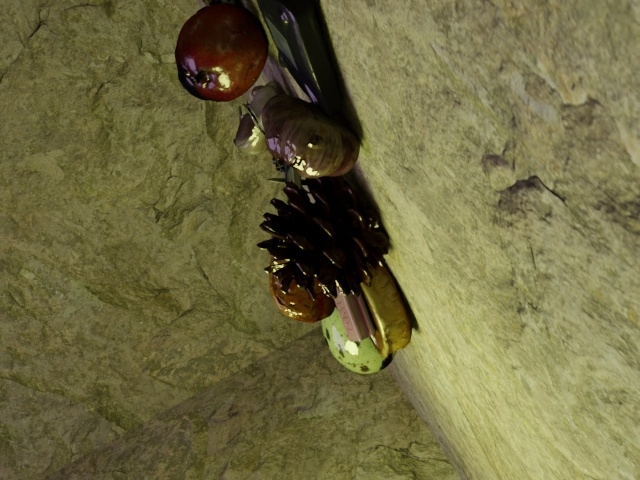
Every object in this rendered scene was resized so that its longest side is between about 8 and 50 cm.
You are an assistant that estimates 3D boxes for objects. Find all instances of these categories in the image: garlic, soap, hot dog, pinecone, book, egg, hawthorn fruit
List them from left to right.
[{"bbox_3d":[-0.317,-0.584,1.811,0.316,0.316,0.316,61,176,8],"label":"hawthorn fruit"},{"bbox_3d":[-0.225,-0.441,2.103,0.292,0.210,0.238,11,119,64],"label":"garlic"},{"bbox_3d":[-0.101,-0.191,2.190,0.300,0.039,0.428,104,161,-65],"label":"book"},{"bbox_3d":[-0.030,-0.228,1.322,0.245,0.160,0.245,25,-147,-18],"label":"garlic"},{"bbox_3d":[-0.025,0.081,1.953,0.174,0.266,0.388,18,93,66],"label":"hot dog"},{"bbox_3d":[0.000,0.000,1.649,0.398,0.397,0.398,61,176,8],"label":"pinecone"},{"bbox_3d":[0.100,0.219,1.836,0.122,0.065,0.203,145,105,-72],"label":"soap"},{"bbox_3d":[0.147,0.320,2.194,0.287,0.287,0.379,107,137,-84],"label":"egg"}]

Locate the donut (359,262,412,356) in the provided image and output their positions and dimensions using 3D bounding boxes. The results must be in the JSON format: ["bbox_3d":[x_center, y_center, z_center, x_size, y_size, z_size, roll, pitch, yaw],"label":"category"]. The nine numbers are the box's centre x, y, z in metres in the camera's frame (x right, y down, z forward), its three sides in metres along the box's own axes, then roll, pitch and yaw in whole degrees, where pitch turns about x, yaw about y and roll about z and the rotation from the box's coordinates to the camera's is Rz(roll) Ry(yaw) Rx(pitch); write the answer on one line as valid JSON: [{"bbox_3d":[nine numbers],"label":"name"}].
[{"bbox_3d":[0.200,0.213,1.914,0.330,0.159,0.330,160,90,-77],"label":"donut"}]

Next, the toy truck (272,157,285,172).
[{"bbox_3d":[-0.152,-0.389,2.435,0.242,0.101,0.125,65,-148,-52],"label":"toy truck"}]

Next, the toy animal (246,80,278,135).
[{"bbox_3d":[-0.116,-0.370,1.871,0.325,0.154,0.208,57,-179,8],"label":"toy animal"}]

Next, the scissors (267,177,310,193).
[{"bbox_3d":[-0.124,-0.247,2.416,0.300,0.022,0.109,-5,-110,-53],"label":"scissors"}]

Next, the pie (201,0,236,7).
[{"bbox_3d":[-0.334,-0.796,2.047,0.355,0.102,0.288,60,176,25],"label":"pie"}]

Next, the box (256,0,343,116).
[{"bbox_3d":[-0.055,-0.436,1.240,0.290,0.073,0.289,58,175,42],"label":"box"}]
